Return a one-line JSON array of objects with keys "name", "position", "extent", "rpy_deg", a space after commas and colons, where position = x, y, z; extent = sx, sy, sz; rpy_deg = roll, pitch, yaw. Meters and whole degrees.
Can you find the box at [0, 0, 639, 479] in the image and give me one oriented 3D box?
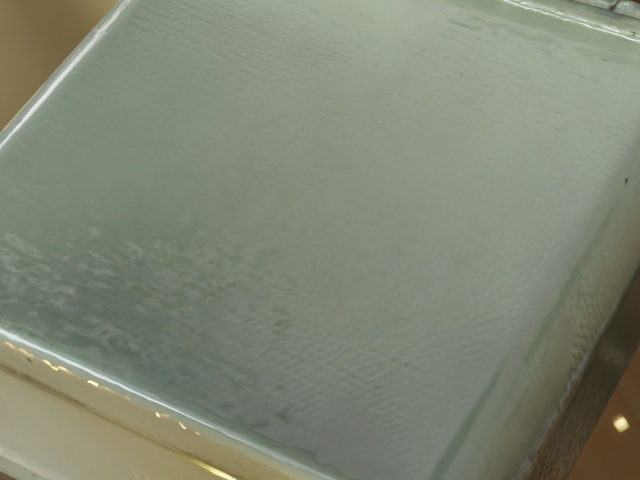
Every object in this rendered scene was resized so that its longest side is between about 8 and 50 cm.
[{"name": "box", "position": [0.000, 0.000, 0.741], "extent": [0.351, 0.344, 0.177], "rpy_deg": [22, 143, 20]}]
